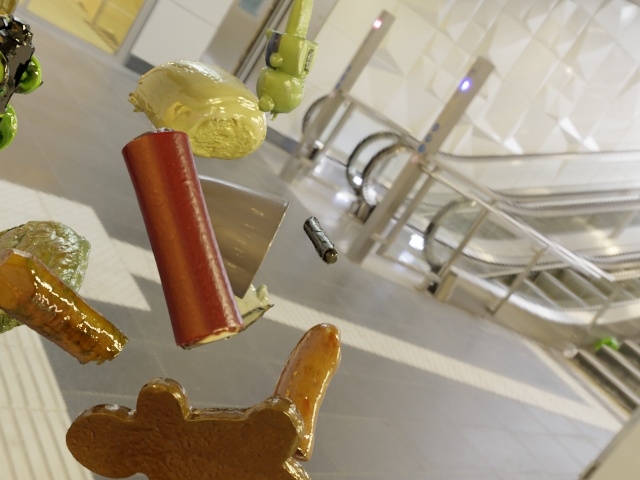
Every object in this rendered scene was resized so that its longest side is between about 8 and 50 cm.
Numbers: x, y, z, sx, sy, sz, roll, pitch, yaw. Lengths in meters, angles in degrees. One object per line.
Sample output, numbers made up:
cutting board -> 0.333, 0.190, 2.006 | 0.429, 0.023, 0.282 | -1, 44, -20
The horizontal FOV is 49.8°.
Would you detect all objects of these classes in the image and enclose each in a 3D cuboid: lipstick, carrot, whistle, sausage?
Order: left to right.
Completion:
carrot -> -0.505, 0.137, 1.315 | 0.302, 0.114, 0.114 | 50, 3, -31
lipstick -> -0.153, -0.003, 0.765 | 0.080, 0.080, 0.241 | -2, 72, -67
whistle -> -0.056, -0.314, 1.176 | 0.085, 0.227, 0.105 | 22, 18, 20
sausage -> -0.029, 0.279, 1.302 | 0.109, 0.270, 0.109 | 18, -27, 10

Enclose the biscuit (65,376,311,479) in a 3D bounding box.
biscuit -> -0.232, 0.351, 1.203 | 0.433, 0.282, 0.064 | 1, 26, 10

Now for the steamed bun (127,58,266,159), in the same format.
steamed bun -> -0.253, -0.300, 1.487 | 0.273, 0.166, 0.232 | 4, 43, -42

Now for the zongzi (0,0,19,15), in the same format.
zongzi -> -0.509, -0.408, 1.038 | 0.115, 0.228, 0.255 | 12, 65, -22

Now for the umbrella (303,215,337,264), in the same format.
umbrella -> 0.000, 0.002, 1.178 | 0.133, 0.031, 0.036 | -122, -166, -58

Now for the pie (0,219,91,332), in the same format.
pie -> -0.809, 0.107, 1.869 | 0.395, 0.418, 0.180 | -85, 157, -48

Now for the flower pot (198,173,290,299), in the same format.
flower pot -> -0.229, -0.030, 1.605 | 0.243, 0.265, 0.265 | 28, 14, -3

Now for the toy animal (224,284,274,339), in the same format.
toy animal -> -0.250, 0.116, 1.827 | 0.289, 0.174, 0.249 | 62, -14, -7

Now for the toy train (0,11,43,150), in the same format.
toy train -> -0.453, -0.152, 0.830 | 0.161, 0.296, 0.100 | 32, 13, 3
